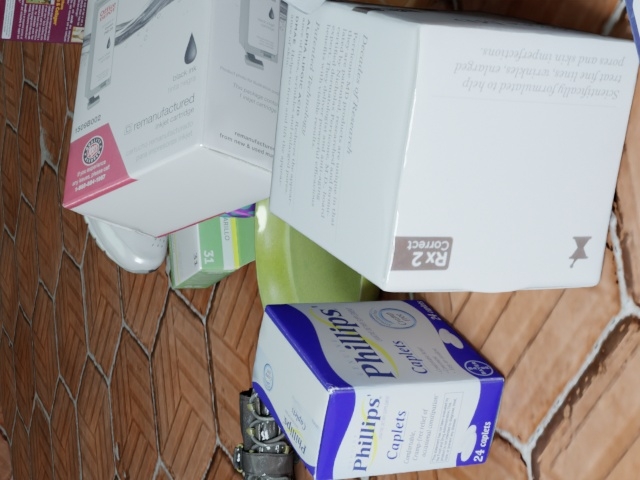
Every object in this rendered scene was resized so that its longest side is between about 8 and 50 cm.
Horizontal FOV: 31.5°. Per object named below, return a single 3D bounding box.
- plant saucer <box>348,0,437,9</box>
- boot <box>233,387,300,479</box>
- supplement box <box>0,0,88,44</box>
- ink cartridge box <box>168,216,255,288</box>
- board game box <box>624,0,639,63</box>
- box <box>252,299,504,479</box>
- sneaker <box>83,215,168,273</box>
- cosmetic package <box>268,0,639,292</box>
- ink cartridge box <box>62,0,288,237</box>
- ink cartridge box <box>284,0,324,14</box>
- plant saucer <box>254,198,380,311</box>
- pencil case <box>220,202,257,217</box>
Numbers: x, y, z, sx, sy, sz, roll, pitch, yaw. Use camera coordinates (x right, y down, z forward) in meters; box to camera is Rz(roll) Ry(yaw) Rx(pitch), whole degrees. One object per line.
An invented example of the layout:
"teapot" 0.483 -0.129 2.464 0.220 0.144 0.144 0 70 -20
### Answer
"plant saucer" 0.066 -0.249 0.828 0.200 0.037 0.199 -176 90 -67
"boot" -0.052 0.244 1.040 0.263 0.091 0.228 179 91 -82
"supplement box" -0.392 -0.353 1.660 0.104 0.188 0.080 112 147 -41
"ink cartridge box" -0.114 -0.050 1.238 0.235 0.056 0.171 151 115 -65
"board game box" 0.205 -0.137 0.553 0.136 0.035 0.201 144 121 -61
"box" 0.038 0.102 0.811 0.126 0.137 0.072 -135 49 -56
"sneaker" -0.240 -0.105 1.452 0.129 0.111 0.297 -29 67 57
"cosmetic package" 0.073 -0.066 0.706 0.184 0.151 0.151 -147 60 -60
"ink cartridge box" -0.122 -0.167 1.039 0.207 0.117 0.282 -18 62 42
"ink cartridge box" 0.018 -0.372 0.723 0.308 0.091 0.385 -43 45 23
"plant saucer" 0.000 0.000 1.009 0.241 0.037 0.240 179 90 -65
"pencil case" -0.084 -0.098 1.121 0.065 0.070 0.151 9 91 22
